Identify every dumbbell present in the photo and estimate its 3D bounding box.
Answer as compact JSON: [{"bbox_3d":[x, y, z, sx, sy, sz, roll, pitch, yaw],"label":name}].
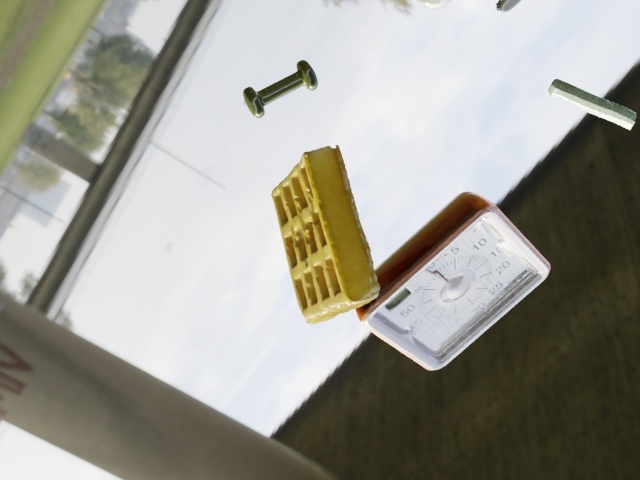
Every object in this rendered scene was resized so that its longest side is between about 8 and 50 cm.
[{"bbox_3d":[-0.062,-0.236,1.552,0.118,0.052,0.046,-28,-152,-8],"label":"dumbbell"}]

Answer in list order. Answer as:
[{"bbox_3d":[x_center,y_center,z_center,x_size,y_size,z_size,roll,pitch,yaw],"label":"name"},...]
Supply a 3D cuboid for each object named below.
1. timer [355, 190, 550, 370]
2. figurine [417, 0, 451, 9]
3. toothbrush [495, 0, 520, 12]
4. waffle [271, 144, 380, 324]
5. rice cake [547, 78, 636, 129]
[{"bbox_3d":[0.186,0.049,1.518,0.257,0.250,0.161,-42,-116,9],"label":"timer"},{"bbox_3d":[0.176,-0.440,1.585,0.109,0.178,0.130,-21,-118,7],"label":"figurine"},{"bbox_3d":[0.343,-0.403,1.362,0.275,0.019,0.025,-42,-160,-4],"label":"toothbrush"},{"bbox_3d":[0.000,0.000,1.455,0.248,0.055,0.221,143,-66,-69],"label":"waffle"},{"bbox_3d":[0.535,-0.268,1.972,0.042,0.180,0.030,101,15,-63],"label":"rice cake"}]
